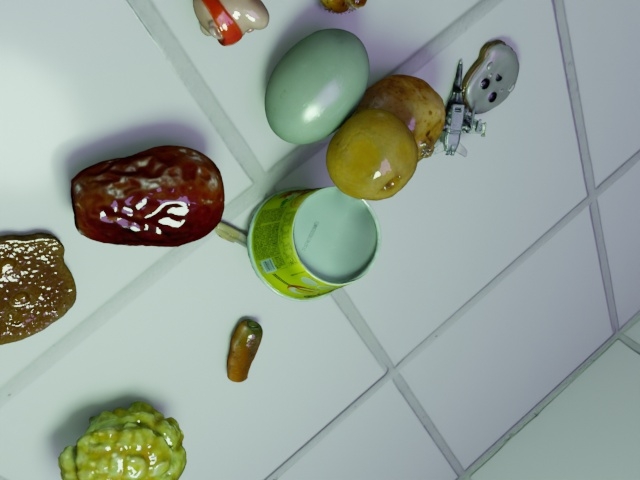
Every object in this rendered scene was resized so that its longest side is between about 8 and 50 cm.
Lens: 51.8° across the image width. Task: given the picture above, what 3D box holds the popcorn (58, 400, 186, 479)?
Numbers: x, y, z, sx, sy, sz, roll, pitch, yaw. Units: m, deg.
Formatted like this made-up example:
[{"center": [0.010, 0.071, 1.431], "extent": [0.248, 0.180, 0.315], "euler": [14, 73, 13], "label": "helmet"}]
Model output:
[{"center": [-0.485, 0.550, 1.680], "extent": [0.335, 0.274, 0.279], "euler": [-13, 156, -29], "label": "popcorn"}]

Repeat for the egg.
[{"center": [-0.008, -0.345, 1.482], "extent": [0.203, 0.203, 0.283], "euler": [28, 103, -43], "label": "egg"}]

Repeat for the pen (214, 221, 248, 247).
[{"center": [-0.192, 0.007, 1.704], "extent": [0.040, 0.032, 0.233], "euler": [-35, 138, 21], "label": "pen"}]

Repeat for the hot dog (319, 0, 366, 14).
[{"center": [0.023, -0.605, 1.427], "extent": [0.131, 0.069, 0.253], "euler": [-41, 132, -5], "label": "hot dog"}]

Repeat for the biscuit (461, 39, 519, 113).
[{"center": [0.487, -0.453, 1.870], "extent": [0.181, 0.049, 0.208], "euler": [25, 101, -41], "label": "biscuit"}]

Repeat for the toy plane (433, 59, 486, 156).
[{"center": [0.374, -0.362, 1.825], "extent": [0.192, 0.088, 0.262], "euler": [1, 117, -5], "label": "toy plane"}]

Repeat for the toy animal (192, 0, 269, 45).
[{"center": [-0.174, -0.487, 1.307], "extent": [0.171, 0.171, 0.198], "euler": [7, 111, -38], "label": "toy animal"}]

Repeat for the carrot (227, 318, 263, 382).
[{"center": [-0.219, 0.313, 1.850], "extent": [0.087, 0.087, 0.193], "euler": [2, 119, -36], "label": "carrot"}]

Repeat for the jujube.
[{"center": [-0.363, -0.090, 1.411], "extent": [0.317, 0.223, 0.223], "euler": [-7, 122, -23], "label": "jujube"}]

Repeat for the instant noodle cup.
[{"center": [0.000, 0.000, 1.611], "extent": [0.311, 0.221, 0.312], "euler": [2, 84, -24], "label": "instant noodle cup"}]

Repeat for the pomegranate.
[{"center": [0.195, -0.289, 1.645], "extent": [0.248, 0.248, 0.248], "euler": [-18, 127, -25], "label": "pomegranate"}]

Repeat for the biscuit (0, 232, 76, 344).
[{"center": [-0.674, 0.107, 1.416], "extent": [0.272, 0.049, 0.257], "euler": [-19, 125, -26], "label": "biscuit"}]

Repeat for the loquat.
[{"center": [0.116, -0.191, 1.475], "extent": [0.208, 0.208, 0.208], "euler": [-18, 127, -25], "label": "loquat"}]
